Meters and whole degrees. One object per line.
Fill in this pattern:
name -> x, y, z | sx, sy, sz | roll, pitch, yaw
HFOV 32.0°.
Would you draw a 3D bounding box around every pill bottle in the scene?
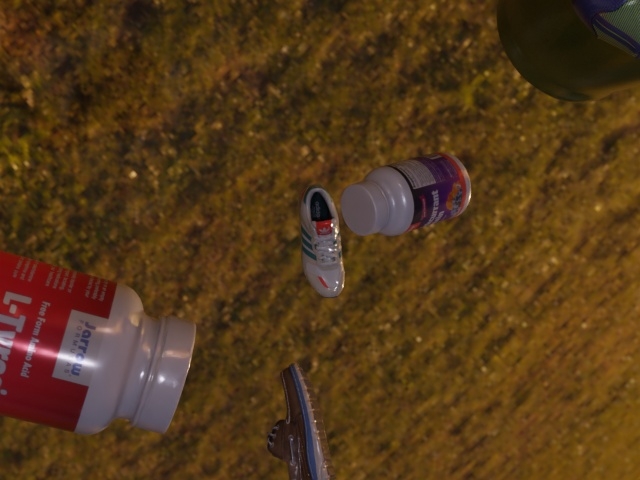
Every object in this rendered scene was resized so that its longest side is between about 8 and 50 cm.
pill bottle -> -0.401, 0.149, 1.617 | 0.408, 0.229, 0.229 | 16, 128, -11
pill bottle -> 0.129, -0.067, 1.706 | 0.193, 0.108, 0.108 | -17, 143, -37

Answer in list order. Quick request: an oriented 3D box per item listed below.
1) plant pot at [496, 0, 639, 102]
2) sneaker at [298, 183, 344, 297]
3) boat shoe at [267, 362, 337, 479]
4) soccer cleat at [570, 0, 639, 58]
plant pot -> 0.433, -0.367, 1.572 | 0.366, 0.366, 0.353 | -30, 175, -24
sneaker -> 0.000, 0.000, 1.530 | 0.057, 0.161, 0.075 | -8, 177, -4
boat shoe -> -0.028, 0.236, 1.308 | 0.066, 0.183, 0.066 | -16, 164, 7
soccer cleat -> 0.361, -0.254, 1.045 | 0.289, 0.121, 0.093 | -29, 160, -22
